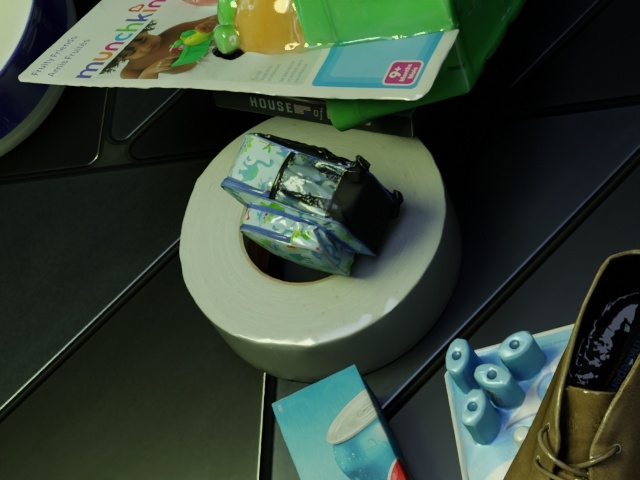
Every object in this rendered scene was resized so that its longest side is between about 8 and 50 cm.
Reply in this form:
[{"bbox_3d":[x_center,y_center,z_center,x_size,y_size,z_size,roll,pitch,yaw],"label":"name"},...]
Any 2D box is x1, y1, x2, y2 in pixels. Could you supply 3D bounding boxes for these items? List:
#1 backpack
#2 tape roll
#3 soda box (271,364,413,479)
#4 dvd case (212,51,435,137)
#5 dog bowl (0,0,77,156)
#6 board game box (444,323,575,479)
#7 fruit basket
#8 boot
[{"bbox_3d":[-0.014,-0.028,0.937,0.114,0.105,0.084,24,84,25],"label":"backpack"},{"bbox_3d":[0.000,0.000,1.023,0.219,0.072,0.219,-8,59,13],"label":"tape roll"},{"bbox_3d":[0.039,0.198,0.900,0.071,0.067,0.210,-26,57,3],"label":"soda box"},{"bbox_3d":[0.039,-0.177,1.089,0.179,0.030,0.239,12,45,23],"label":"dvd case"},{"bbox_3d":[-0.372,-0.200,1.208,0.265,0.104,0.265,-4,71,10],"label":"dog bowl"},{"bbox_3d":[0.285,0.186,0.783,0.390,0.050,0.390,-16,54,14],"label":"board game box"},{"bbox_3d":[-0.020,-0.220,1.004,0.353,0.165,0.327,10,44,26],"label":"fruit basket"},{"bbox_3d":[0.149,0.144,0.769,0.112,0.115,0.305,14,67,29],"label":"boot"}]
